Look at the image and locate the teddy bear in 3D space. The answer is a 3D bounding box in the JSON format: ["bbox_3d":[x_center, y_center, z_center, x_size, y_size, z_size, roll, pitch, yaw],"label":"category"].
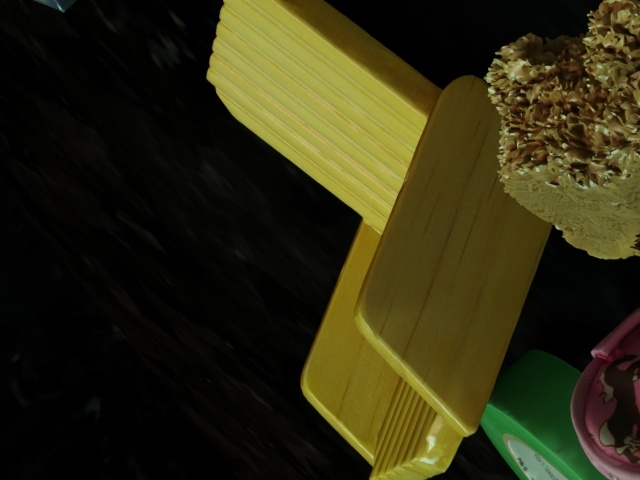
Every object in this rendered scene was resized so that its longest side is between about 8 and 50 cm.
[{"bbox_3d":[0.236,-0.073,0.816,0.245,0.113,0.338,32,161,-6],"label":"teddy bear"}]

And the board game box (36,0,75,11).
[{"bbox_3d":[-0.232,-0.286,1.263,0.243,0.165,0.042,26,156,46],"label":"board game box"}]

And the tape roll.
[{"bbox_3d":[0.280,0.244,1.385,0.321,0.077,0.321,47,173,8],"label":"tape roll"}]

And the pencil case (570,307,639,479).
[{"bbox_3d":[0.331,0.163,0.913,0.386,0.167,0.160,36,141,-27],"label":"pencil case"}]

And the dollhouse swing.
[{"bbox_3d":[0.000,0.000,1.247,0.305,0.315,0.347,23,165,-3],"label":"dollhouse swing"}]
